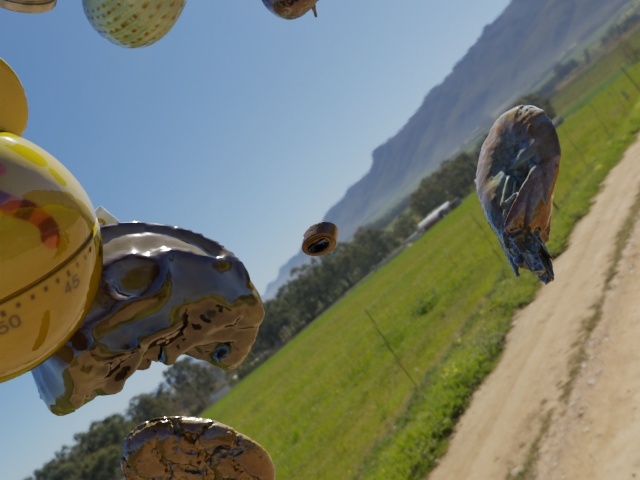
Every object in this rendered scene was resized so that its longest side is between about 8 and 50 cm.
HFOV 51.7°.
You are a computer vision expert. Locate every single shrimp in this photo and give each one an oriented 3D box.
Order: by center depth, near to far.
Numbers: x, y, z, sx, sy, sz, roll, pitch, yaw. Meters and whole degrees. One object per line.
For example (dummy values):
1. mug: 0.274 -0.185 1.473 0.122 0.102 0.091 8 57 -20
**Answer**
1. shrimp: 0.293 -0.072 0.943 0.317 0.077 0.168 -96 23 -44

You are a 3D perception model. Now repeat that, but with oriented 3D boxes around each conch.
1. conch: -0.318 -0.380 1.073 0.200 0.172 0.131 -4 -57 -52

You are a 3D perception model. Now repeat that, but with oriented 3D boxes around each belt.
1. belt: 0.000 0.000 1.261 0.083 0.059 0.036 -36 34 42

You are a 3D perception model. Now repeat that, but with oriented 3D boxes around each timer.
1. timer: -0.464 -0.017 0.824 0.376 0.387 0.376 -12 28 6

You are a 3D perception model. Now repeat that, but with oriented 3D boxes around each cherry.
1. cherry: -0.062 -0.591 1.462 0.195 0.195 0.195 -38 -2 -2

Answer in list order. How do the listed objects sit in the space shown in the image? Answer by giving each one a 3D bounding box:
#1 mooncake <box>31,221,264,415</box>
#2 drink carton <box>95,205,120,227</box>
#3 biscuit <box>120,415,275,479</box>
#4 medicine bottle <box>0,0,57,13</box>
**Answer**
1. mooncake: -0.317 0.149 1.187 0.394 0.393 0.246 -70 6 -52
2. drink carton: -0.413 0.077 1.460 0.130 0.315 0.106 -54 14 -30
3. biscuit: -0.170 0.320 0.909 0.226 0.226 0.042 -40 20 31
4. medicine bottle: -0.324 -0.354 0.716 0.107 0.107 0.191 -36 -26 -49
